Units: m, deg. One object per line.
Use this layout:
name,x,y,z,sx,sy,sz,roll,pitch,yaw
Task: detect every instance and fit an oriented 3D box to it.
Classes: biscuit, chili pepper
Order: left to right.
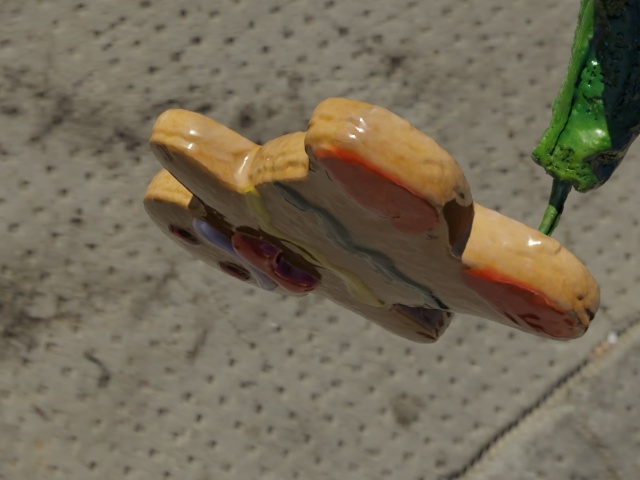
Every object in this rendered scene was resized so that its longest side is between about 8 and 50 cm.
biscuit,0.000,0.001,0.750,0.165,0.250,0.036,37,71,-27
chili pepper,0.169,-0.104,1.054,0.122,0.065,0.279,-46,153,-37
